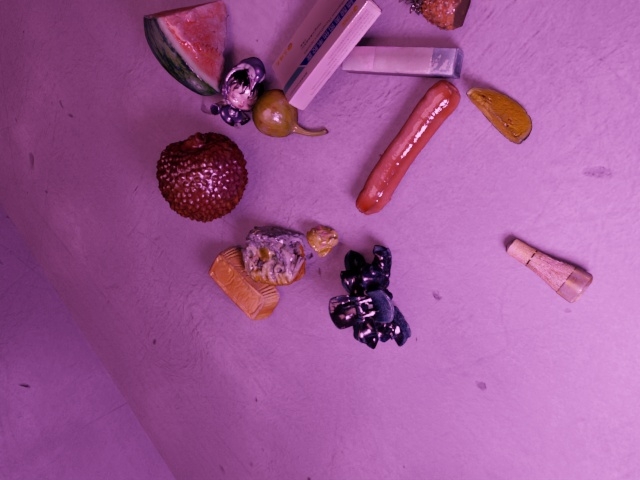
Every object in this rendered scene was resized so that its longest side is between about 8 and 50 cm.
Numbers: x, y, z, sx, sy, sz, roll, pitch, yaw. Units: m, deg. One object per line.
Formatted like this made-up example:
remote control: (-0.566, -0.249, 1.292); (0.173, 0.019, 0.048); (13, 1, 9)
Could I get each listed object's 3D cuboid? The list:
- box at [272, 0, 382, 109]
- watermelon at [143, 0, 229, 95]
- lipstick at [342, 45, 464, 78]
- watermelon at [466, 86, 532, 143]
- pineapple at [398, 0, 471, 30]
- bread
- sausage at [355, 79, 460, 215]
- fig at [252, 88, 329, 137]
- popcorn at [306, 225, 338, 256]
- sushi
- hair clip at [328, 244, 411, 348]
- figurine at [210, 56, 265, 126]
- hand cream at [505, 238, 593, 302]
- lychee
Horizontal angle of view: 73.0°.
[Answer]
box: (0.004, -0.564, 1.223); (0.343, 0.065, 0.200); (-44, 51, 30)
watermelon: (-0.447, -0.656, 1.440); (0.250, 0.283, 0.292); (1, 58, 30)
lipstick: (0.212, -0.477, 1.158); (0.317, 0.066, 0.068); (15, 108, 28)
watermelon: (0.446, -0.310, 1.041); (0.075, 0.092, 0.181); (-44, 68, 17)
pineapple: (0.274, -0.599, 1.077); (0.198, 0.108, 0.108); (39, 118, 26)
bread: (-0.280, 0.157, 1.570); (0.288, 0.119, 0.152); (42, 116, 16)
sausage: (0.229, -0.241, 1.188); (0.419, 0.094, 0.094); (-57, 41, 28)
fig: (-0.091, -0.373, 1.357); (0.245, 0.149, 0.149); (28, 115, 3)
popcorn: (-0.001, -0.002, 1.379); (0.109, 0.097, 0.089); (37, 115, 36)
sushi: (-0.145, 0.051, 1.452); (0.274, 0.139, 0.184); (10, 109, 27)
hair clip: (0.153, 0.173, 1.254); (0.195, 0.206, 0.310); (-15, 92, 32)
figurine: (-0.251, -0.490, 1.415); (0.222, 0.145, 0.145); (-43, 77, 33)
hand cream: (0.551, 0.065, 1.066); (0.203, 0.084, 0.084); (36, 117, 25)
lychee: (-0.392, -0.213, 1.456); (0.306, 0.306, 0.330); (22, 138, 26)
